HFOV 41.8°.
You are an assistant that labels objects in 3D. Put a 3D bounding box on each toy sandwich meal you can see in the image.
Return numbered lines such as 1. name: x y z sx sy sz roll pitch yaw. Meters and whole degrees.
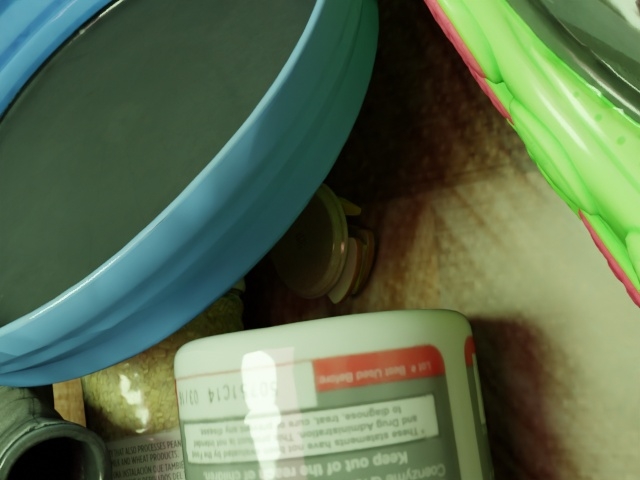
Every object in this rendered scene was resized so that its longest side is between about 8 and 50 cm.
1. toy sandwich meal: 0.000 0.000 0.542 0.085 0.029 0.086 1 91 51

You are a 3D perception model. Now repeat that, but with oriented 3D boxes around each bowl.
1. bowl: -0.139 -0.090 0.526 0.391 0.077 0.391 -19 49 24

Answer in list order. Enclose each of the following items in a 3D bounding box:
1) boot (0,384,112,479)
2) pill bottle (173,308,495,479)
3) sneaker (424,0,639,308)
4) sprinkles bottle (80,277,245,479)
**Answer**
1. boot: -0.222 0.229 0.546 0.222 0.118 0.338 35 123 53
2. pill bottle: 0.018 0.185 0.430 0.161 0.161 0.283 -15 78 38
3. sneaker: 0.174 -0.087 0.336 0.202 0.185 0.483 -35 69 13
4. sprinkles bottle: -0.089 0.169 0.546 0.121 0.121 0.355 -18 77 38
